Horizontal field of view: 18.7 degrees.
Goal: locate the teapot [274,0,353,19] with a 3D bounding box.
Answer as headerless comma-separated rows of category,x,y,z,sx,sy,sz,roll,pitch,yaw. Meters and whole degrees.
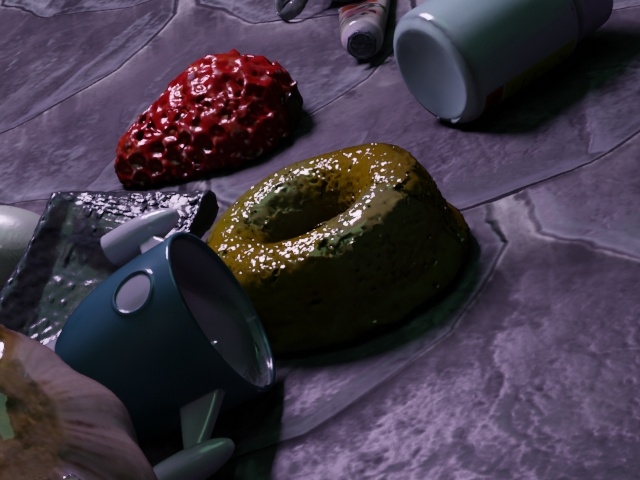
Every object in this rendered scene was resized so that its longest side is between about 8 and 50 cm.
teapot,0.025,-0.376,2.560,0.239,0.162,0.149,-36,29,30

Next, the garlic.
garlic,-0.265,0.215,1.490,0.322,0.241,0.322,-1,65,3

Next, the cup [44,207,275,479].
cup,-0.155,0.101,1.727,0.173,0.167,0.300,-29,48,15

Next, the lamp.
lamp,-0.297,0.013,2.082,0.193,0.106,0.106,-1,30,16

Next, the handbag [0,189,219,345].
handbag,-0.217,0.050,1.913,0.175,0.088,0.270,5,55,30

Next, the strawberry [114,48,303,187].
strawberry,-0.143,-0.154,2.269,0.236,0.111,0.190,-22,28,-1

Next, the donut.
donut,0.000,0.000,1.869,0.272,0.107,0.272,-20,24,9

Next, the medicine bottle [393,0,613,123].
medicine bottle,0.201,-0.236,2.136,0.225,0.139,0.139,-34,29,-25

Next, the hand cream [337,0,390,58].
hand cream,0.056,-0.277,2.446,0.080,0.050,0.234,-20,19,10
